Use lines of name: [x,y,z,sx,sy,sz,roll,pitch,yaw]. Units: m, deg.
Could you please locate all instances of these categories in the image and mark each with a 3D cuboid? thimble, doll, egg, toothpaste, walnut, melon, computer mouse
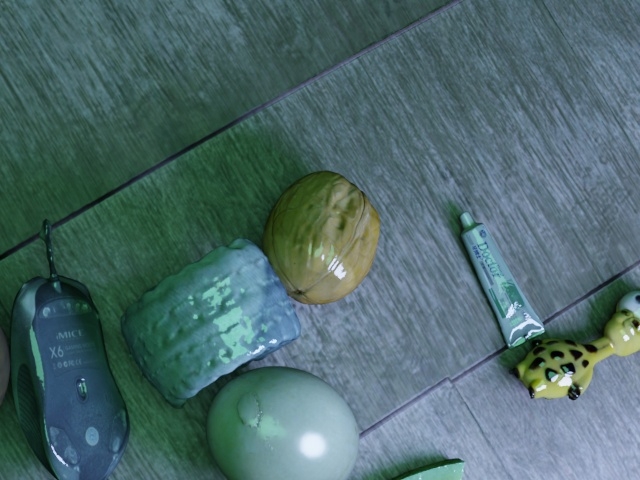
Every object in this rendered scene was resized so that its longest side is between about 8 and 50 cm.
thimble: [-0.159,0.112,1.829,0.172,0.250,0.205,60,32,4]
doll: [0.422,0.158,1.999,0.291,0.086,0.117,-24,57,-15]
egg: [-0.049,0.268,1.829,0.253,0.186,0.186,33,72,-48]
toothpaste: [0.265,0.055,2.009,0.064,0.041,0.218,-27,90,-2]
walnut: [0.000,0.000,1.899,0.165,0.165,0.197,25,60,-6]
melon: [0.101,0.404,1.931,0.262,0.053,0.114,-27,106,-10]
computer mouse: [-0.362,0.160,1.826,0.090,0.167,0.379,-14,82,32]

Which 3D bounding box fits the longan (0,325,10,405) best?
longan: [-0.573,0.139,1.716,0.350,0.288,0.288,25,78,-15]
